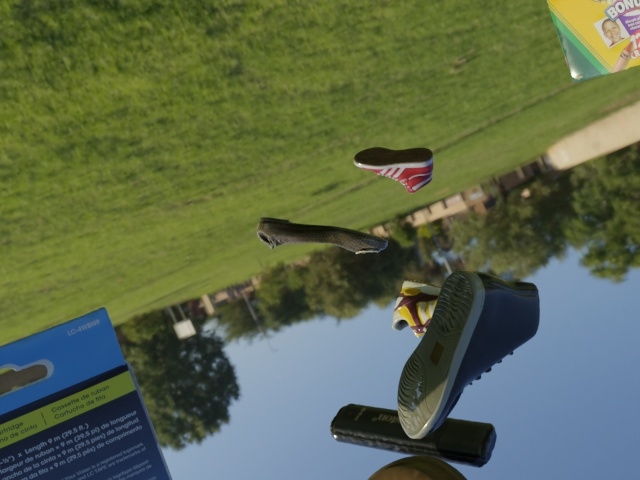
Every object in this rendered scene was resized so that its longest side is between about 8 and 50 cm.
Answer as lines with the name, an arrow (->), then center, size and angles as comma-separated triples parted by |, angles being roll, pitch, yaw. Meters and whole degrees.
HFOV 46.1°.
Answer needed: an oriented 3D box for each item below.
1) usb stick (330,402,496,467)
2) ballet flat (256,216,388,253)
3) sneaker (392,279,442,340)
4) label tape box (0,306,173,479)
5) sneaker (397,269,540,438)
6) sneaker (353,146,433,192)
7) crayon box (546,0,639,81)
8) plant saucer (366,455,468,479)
usb stick -> 0.143, 0.306, 1.195 | 0.278, 0.045, 0.077 | 0, -142, 35
ballet flat -> 0.000, 0.000, 1.394 | 0.249, 0.058, 0.084 | 8, 176, 10
sneaker -> 0.180, 0.111, 1.090 | 0.185, 0.069, 0.084 | 4, -110, 57
label tape box -> -0.323, 0.266, 0.895 | 0.249, 0.348, 0.115 | -22, -163, -19
sneaker -> 0.177, 0.143, 0.882 | 0.118, 0.222, 0.083 | 8, -154, -28
sneaker -> 0.111, -0.105, 1.125 | 0.118, 0.067, 0.042 | 2, -128, 15
crayon box -> 0.503, -0.363, 1.156 | 0.081, 0.165, 0.278 | -33, -164, -36
plant saucer -> 0.113, 0.434, 1.036 | 0.041, 0.278, 0.277 | 28, 143, -36
